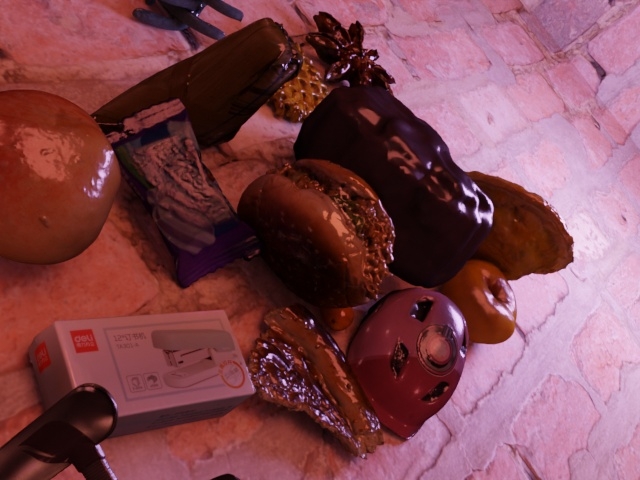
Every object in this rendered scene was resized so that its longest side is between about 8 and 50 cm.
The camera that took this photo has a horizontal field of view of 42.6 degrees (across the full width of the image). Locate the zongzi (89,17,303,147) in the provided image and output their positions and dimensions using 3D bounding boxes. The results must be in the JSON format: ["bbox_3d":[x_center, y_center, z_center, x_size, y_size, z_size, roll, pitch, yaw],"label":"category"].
[{"bbox_3d":[-0.197,-0.245,1.269,0.289,0.260,0.123,-7,67,-51],"label":"zongzi"}]

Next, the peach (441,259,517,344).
[{"bbox_3d":[0.316,0.122,1.616,0.179,0.103,0.179,25,45,-29],"label":"peach"}]

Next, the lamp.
[{"bbox_3d":[-0.220,0.296,0.880,0.283,0.203,0.125,47,23,-41],"label":"lamp"}]

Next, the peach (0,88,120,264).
[{"bbox_3d":[-0.356,-0.089,0.996,0.232,0.232,0.233,28,41,-28],"label":"peach"}]

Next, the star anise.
[{"bbox_3d":[0.080,-0.400,1.841,0.288,0.088,0.288,32,36,-27],"label":"star anise"}]

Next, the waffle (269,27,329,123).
[{"bbox_3d":[-0.071,-0.334,1.657,0.231,0.051,0.229,43,34,-11],"label":"waffle"}]

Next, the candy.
[{"bbox_3d":[-0.203,-0.069,1.211,0.145,0.070,0.275,-32,97,-27],"label":"candy"}]

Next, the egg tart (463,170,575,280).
[{"bbox_3d":[0.363,-0.007,1.679,0.319,0.319,0.128,38,70,-16],"label":"egg tart"}]

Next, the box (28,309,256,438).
[{"bbox_3d":[-0.218,0.167,1.029,0.269,0.079,0.135,1,58,-47],"label":"box"}]

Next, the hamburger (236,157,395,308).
[{"bbox_3d":[0.000,0.000,1.272,0.286,0.243,0.146,30,56,24],"label":"hamburger"}]

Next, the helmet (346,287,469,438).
[{"bbox_3d":[0.164,0.182,1.367,0.198,0.154,0.253,40,32,-15],"label":"helmet"}]

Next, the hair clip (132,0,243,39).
[{"bbox_3d":[-0.201,-0.544,1.488,0.392,0.318,0.239,17,49,-39],"label":"hair clip"}]

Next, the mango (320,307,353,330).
[{"bbox_3d":[0.026,0.111,1.369,0.060,0.046,0.089,31,27,-27],"label":"mango"}]

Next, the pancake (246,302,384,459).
[{"bbox_3d":[-0.017,0.206,1.197,0.266,0.057,0.244,59,24,18],"label":"pancake"}]

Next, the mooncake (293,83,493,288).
[{"bbox_3d":[0.124,-0.114,1.451,0.350,0.212,0.381,15,33,-51],"label":"mooncake"}]
